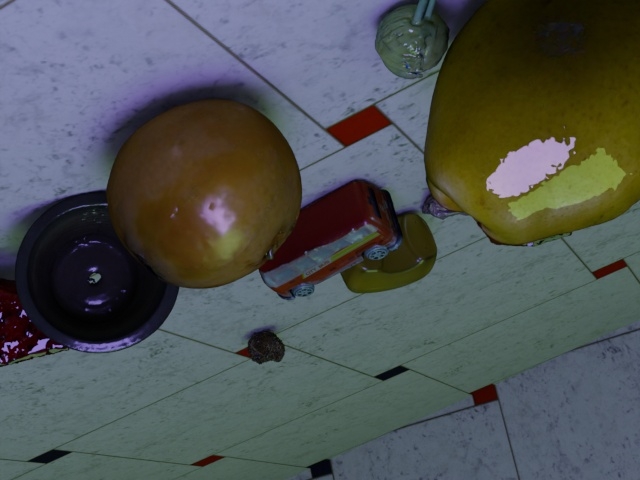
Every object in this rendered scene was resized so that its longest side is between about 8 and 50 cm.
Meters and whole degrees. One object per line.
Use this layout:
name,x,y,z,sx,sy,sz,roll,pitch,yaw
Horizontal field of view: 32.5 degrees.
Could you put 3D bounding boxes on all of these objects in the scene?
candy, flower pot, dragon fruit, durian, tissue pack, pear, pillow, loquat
candy,0.140,-0.321,1.314,0.093,0.092,0.335,20,144,1
flower pot,-0.334,0.053,1.647,0.235,0.235,0.148,-13,177,-15
dragon fruit,-0.561,0.129,1.719,0.317,0.152,0.205,-15,-176,-13
durian,-0.116,0.236,2.384,0.080,0.080,0.091,-28,136,21
tissue pack,0.117,0.029,2.027,0.178,0.123,0.127,-12,153,-19
pear,0.289,-0.197,1.368,0.386,0.340,0.191,-49,151,-12
pillow,0.262,-0.081,1.938,0.135,0.049,0.248,-5,165,-7
loquat,-0.151,-0.066,1.460,0.263,0.263,0.263,-16,158,-7

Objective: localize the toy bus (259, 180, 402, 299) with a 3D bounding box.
toy bus,0.000,0.000,1.887,0.265,0.121,0.120,-28,148,23
